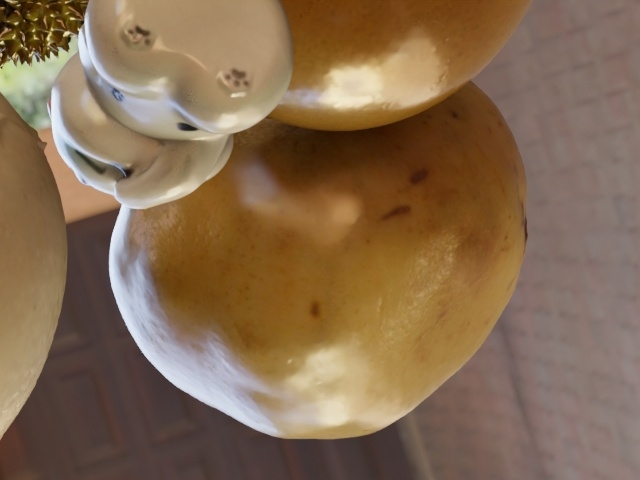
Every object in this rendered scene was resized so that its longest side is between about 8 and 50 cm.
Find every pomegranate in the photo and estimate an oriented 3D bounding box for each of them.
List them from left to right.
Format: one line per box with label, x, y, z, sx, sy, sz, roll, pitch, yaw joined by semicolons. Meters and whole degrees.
pomegranate;0.000;0.000;1.525;0.332;0.332;0.333;163;90;-85

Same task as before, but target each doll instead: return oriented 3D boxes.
doll;-0.085;-0.083;1.048;0.181;0.110;0.107;-51;17;52

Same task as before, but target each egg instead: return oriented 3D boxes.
egg;0.032;-0.218;1.326;0.250;0.322;0.250;24;144;19

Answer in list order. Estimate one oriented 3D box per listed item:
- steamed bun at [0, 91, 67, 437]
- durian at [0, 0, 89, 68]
steamed bun;-0.245;0.042;0.906;0.283;0.283;0.177;-116;7;-61
durian;-0.235;-0.209;1.410;0.193;0.237;0.138;24;170;42
